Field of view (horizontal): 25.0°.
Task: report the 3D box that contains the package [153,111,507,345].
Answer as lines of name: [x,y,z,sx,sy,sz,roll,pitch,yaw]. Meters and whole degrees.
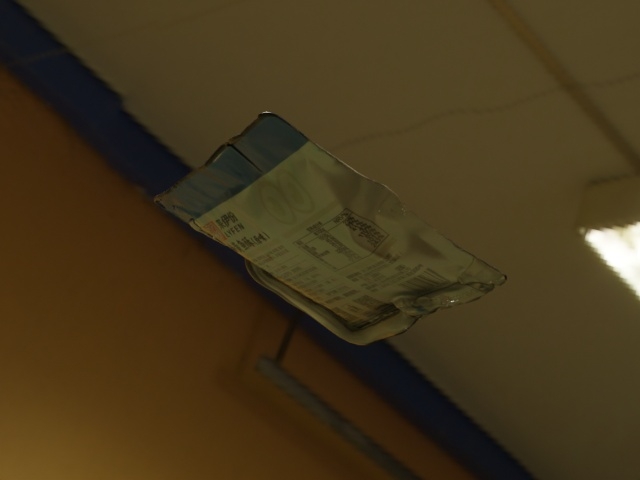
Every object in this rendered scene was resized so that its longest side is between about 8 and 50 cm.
package: [0.000,0.000,0.854,0.173,0.027,0.171,36,-28,-15]
